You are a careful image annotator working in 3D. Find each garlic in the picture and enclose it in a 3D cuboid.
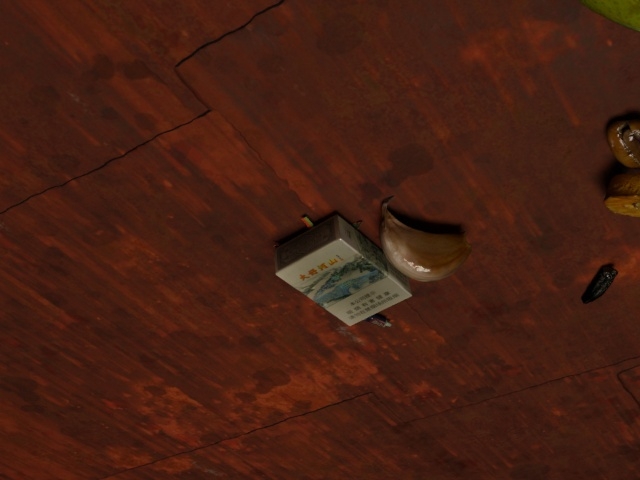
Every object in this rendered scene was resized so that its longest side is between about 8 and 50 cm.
[{"bbox_3d":[0.187,0.022,1.703,0.206,0.115,0.128,21,141,-21],"label":"garlic"}]

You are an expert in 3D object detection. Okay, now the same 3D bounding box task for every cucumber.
[{"bbox_3d":[0.602,0.100,1.866,0.033,0.034,0.135,0,140,-10],"label":"cucumber"}]

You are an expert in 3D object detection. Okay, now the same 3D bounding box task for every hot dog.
[{"bbox_3d":[0.564,-0.163,1.537,0.089,0.060,0.140,-19,142,27],"label":"hot dog"}]

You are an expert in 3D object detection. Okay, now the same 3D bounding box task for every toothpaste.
[{"bbox_3d":[0.100,0.168,1.943,0.140,0.021,0.037,22,130,-21],"label":"toothpaste"}]

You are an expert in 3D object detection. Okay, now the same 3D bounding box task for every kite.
[{"bbox_3d":[0.000,0.000,1.748,0.190,0.010,0.159,-15,140,10],"label":"kite"}]

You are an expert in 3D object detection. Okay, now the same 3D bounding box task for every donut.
[{"bbox_3d":[0.594,-0.083,1.592,0.151,0.058,0.152,10,173,1],"label":"donut"}]

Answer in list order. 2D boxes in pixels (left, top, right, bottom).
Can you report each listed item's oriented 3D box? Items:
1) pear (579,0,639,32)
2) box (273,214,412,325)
[{"bbox_3d":[0.457,-0.399,1.200,0.239,0.139,0.288,7,134,6],"label":"pear"},{"bbox_3d":[0.049,0.067,1.771,0.164,0.069,0.256,-29,135,25],"label":"box"}]
